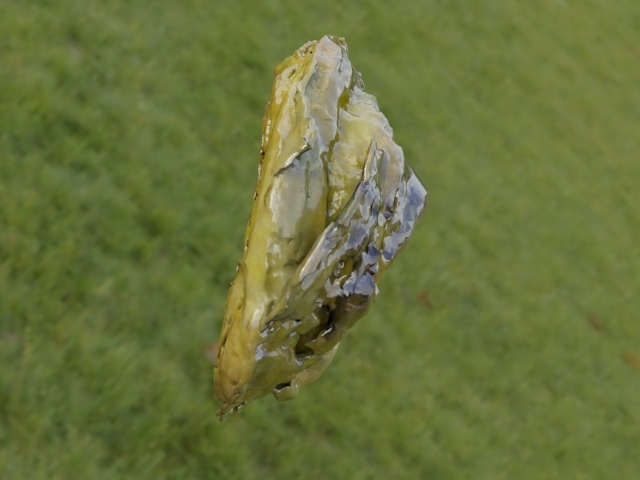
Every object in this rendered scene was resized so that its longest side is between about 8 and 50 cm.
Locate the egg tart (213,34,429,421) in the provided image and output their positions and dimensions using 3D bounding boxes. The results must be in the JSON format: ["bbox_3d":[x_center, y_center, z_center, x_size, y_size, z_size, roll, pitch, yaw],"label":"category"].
[{"bbox_3d":[0.000,0.000,1.305,0.132,0.297,0.297,16,25,0],"label":"egg tart"}]
